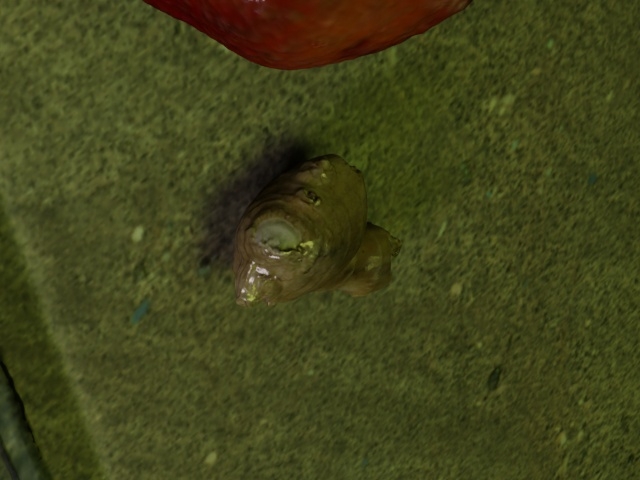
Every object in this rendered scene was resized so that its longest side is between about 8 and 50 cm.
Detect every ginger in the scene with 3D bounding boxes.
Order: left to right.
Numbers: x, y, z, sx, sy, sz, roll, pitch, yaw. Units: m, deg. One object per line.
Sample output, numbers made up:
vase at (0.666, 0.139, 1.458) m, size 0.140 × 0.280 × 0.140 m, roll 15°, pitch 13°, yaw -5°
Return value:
ginger at (0.003, -0.008, 1.152) m, size 0.165 × 0.067 × 0.096 m, roll -3°, pitch 119°, yaw -61°

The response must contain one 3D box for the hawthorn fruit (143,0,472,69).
hawthorn fruit at (0.017, -0.184, 0.945) m, size 0.243 × 0.207 × 0.207 m, roll 0°, pitch 116°, yaw -52°
